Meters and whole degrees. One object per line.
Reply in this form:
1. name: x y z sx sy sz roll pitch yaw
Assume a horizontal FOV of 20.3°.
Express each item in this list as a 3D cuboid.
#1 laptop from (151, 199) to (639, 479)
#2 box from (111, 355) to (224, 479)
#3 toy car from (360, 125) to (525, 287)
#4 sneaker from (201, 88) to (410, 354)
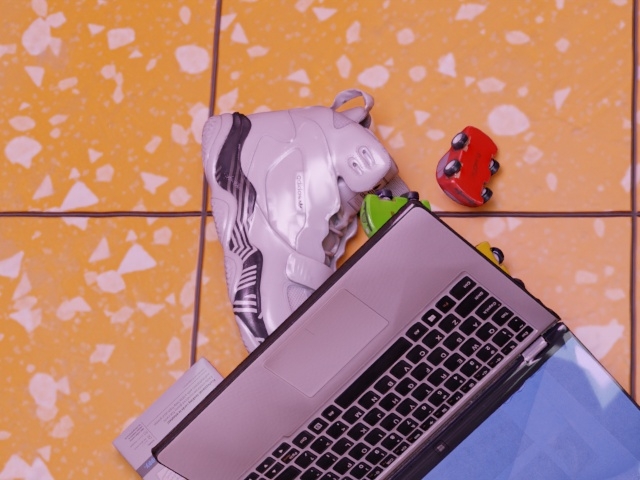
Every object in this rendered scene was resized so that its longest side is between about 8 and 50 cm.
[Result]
1. laptop: 0.122 0.243 1.820 0.382 0.408 0.236 -45 38 10
2. box: -0.121 0.246 2.004 0.145 0.038 0.186 -43 72 -3
3. toy car: 0.122 -0.016 1.963 0.053 0.225 0.239 -28 66 45
4. sneaker: 0.000 0.000 1.996 0.210 0.137 0.365 -17 68 9
